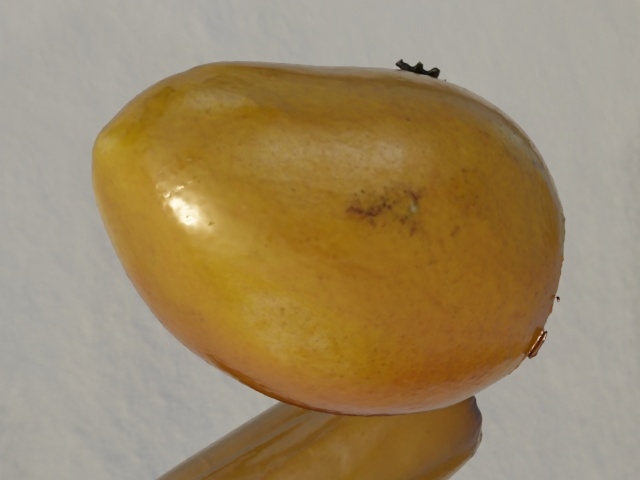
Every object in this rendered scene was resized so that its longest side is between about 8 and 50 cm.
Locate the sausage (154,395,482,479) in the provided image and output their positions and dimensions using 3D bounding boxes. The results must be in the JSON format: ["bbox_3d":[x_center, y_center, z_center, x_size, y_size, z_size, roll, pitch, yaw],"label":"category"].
[{"bbox_3d":[-0.039,0.180,0.797,0.328,0.112,0.112,-29,103,-18],"label":"sausage"}]

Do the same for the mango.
[{"bbox_3d":[0.000,0.000,0.617,0.257,0.187,0.138,6,25,-30],"label":"mango"}]
